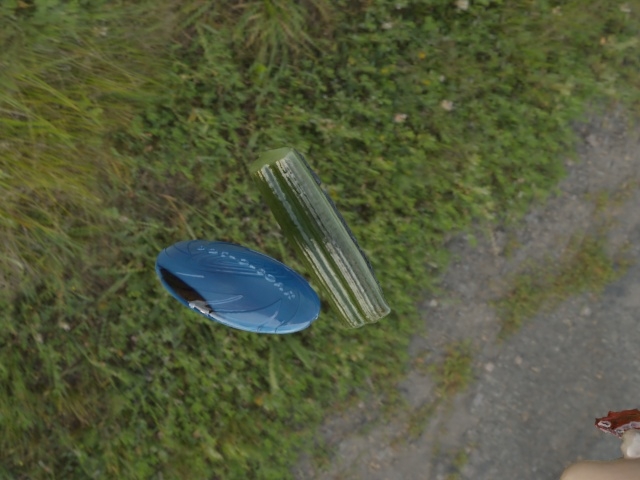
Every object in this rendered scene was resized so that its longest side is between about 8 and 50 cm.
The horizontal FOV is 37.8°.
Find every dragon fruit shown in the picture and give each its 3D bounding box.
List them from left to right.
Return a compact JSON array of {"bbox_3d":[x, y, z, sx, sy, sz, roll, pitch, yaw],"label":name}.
[{"bbox_3d":[0.585,0.343,1.771,0.131,0.097,0.063,12,74,6],"label":"dragon fruit"}]

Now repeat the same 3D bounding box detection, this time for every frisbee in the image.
[{"bbox_3d":[-0.111,0.051,1.313,0.242,0.242,0.045,4,115,-34],"label":"frisbee"}]

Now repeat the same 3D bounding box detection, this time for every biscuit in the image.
[{"bbox_3d":[0.000,0.000,1.445,0.322,0.099,0.038,59,29,-17],"label":"biscuit"}]

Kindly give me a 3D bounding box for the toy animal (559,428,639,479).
[{"bbox_3d":[0.391,0.385,1.170,0.229,0.221,0.210,-23,108,-4],"label":"toy animal"}]
